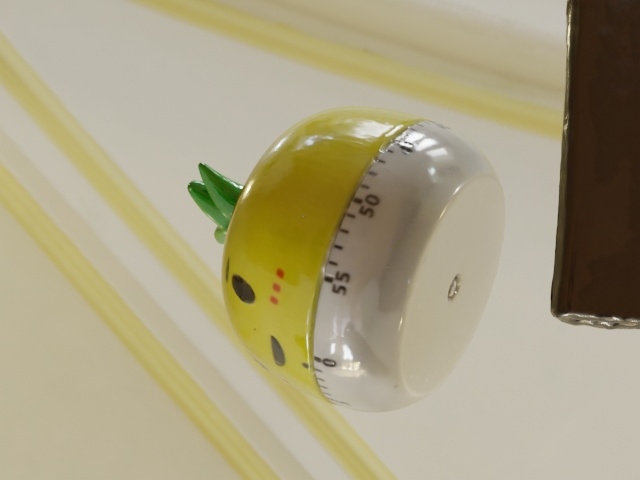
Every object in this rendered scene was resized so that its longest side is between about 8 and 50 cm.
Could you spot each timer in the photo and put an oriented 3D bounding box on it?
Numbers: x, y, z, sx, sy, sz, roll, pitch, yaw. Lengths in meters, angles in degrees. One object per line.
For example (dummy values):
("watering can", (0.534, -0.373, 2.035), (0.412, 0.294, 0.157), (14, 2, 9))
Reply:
("timer", (0.000, 0.000, 1.408), (0.285, 0.285, 0.285), (-8, -115, 18))

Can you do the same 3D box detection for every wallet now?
("wallet", (0.234, -0.087, 1.023), (0.165, 0.042, 0.310), (4, -112, 2))
